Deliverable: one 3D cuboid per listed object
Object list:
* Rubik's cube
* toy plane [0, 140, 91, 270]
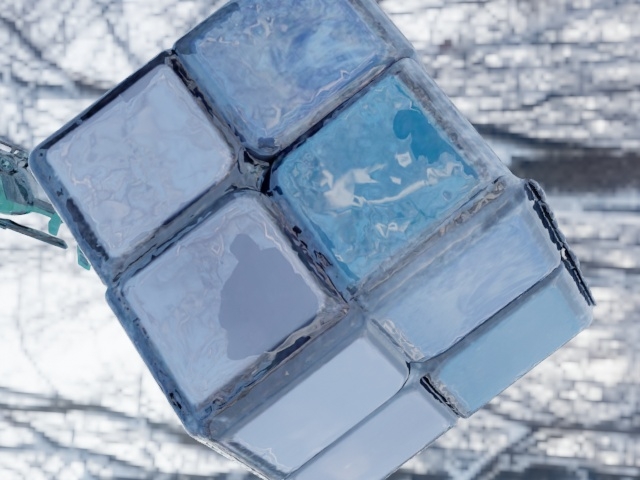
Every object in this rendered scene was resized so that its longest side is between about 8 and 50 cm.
[{"bbox_3d":[0.000,0.000,1.303,0.313,0.318,0.316,54,-178,29],"label":"Rubik's cube"},{"bbox_3d":[-0.342,-0.050,1.718,0.060,0.235,0.096,-30,-38,-75],"label":"toy plane"}]
